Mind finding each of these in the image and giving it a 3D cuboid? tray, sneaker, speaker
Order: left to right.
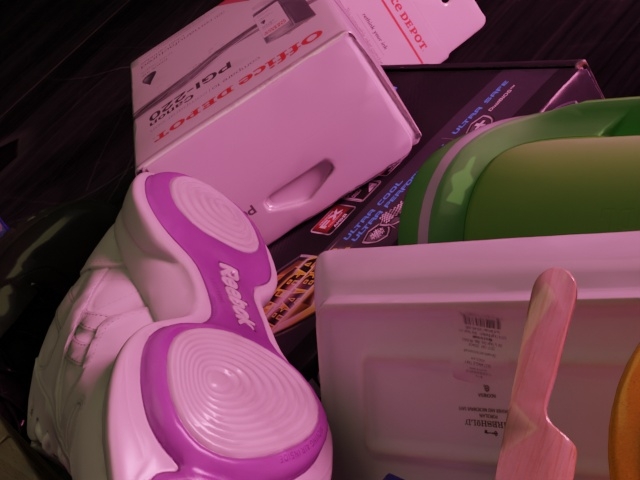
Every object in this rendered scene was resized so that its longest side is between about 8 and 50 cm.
[{"bbox_3d":[-0.227,0.092,0.925,0.286,0.109,0.130,-52,24,-10],"label":"sneaker"},{"bbox_3d":[-0.079,0.089,0.633,0.152,0.114,0.305,-52,21,19],"label":"sneaker"},{"bbox_3d":[0.080,0.071,0.547,0.030,0.145,0.270,-3,-1,-40],"label":"tray"},{"bbox_3d":[0.169,0.002,0.561,0.296,0.131,0.131,3,46,53],"label":"speaker"}]

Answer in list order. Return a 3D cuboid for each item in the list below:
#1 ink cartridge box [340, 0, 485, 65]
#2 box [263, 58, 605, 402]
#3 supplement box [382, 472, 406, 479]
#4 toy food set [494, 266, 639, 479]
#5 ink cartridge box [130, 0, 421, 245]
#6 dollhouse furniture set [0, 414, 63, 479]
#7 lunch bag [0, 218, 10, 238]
[{"bbox_3d":[0.019,-0.164,1.033,0.198,0.115,0.067,-36,26,-1],"label":"ink cartridge box"},{"bbox_3d":[0.000,0.000,0.840,0.295,0.073,0.293,-46,28,-20],"label":"box"},{"bbox_3d":[0.038,0.156,0.514,0.083,0.083,0.056,-46,27,-20],"label":"supplement box"},{"bbox_3d":[0.165,0.073,0.416,0.218,0.071,0.128,1,72,16],"label":"toy food set"},{"bbox_3d":[-0.039,-0.093,0.857,0.159,0.092,0.218,-33,27,7],"label":"ink cartridge box"},{"bbox_3d":[-0.190,0.205,0.662,0.184,0.129,0.129,-41,26,-12],"label":"dollhouse furniture set"},{"bbox_3d":[-0.299,0.052,1.051,0.151,0.129,0.096,-45,28,-20],"label":"lunch bag"}]
